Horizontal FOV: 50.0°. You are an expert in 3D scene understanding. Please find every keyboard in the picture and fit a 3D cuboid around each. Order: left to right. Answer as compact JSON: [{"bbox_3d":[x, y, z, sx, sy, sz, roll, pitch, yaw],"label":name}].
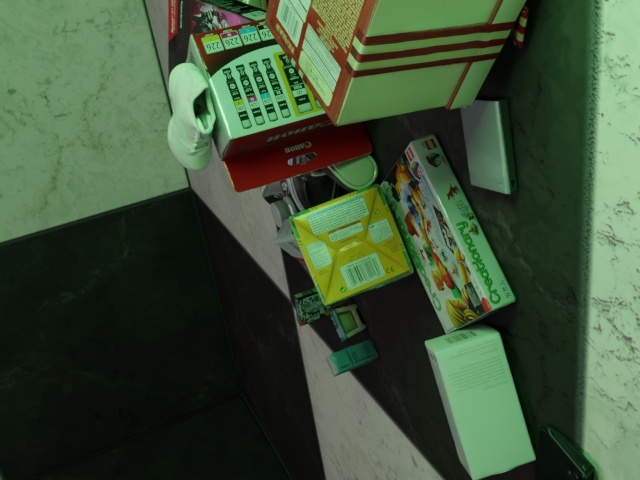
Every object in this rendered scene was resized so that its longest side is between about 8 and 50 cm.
[{"bbox_3d":[0.408,0.462,1.104,0.201,0.033,0.317,-124,22,-54],"label":"keyboard"}]

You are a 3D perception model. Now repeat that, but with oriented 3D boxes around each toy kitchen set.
[{"bbox_3d":[0.063,0.205,1.690,0.207,0.122,0.166,66,161,15],"label":"toy kitchen set"}]

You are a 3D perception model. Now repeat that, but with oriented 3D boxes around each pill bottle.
[{"bbox_3d":[-0.048,-0.082,1.702,0.078,0.137,0.078,55,155,41],"label":"pill bottle"}]

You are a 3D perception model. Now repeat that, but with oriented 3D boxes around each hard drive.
[{"bbox_3d":[0.244,-0.141,0.996,0.094,0.022,0.135,-150,44,-63],"label":"hard drive"}]

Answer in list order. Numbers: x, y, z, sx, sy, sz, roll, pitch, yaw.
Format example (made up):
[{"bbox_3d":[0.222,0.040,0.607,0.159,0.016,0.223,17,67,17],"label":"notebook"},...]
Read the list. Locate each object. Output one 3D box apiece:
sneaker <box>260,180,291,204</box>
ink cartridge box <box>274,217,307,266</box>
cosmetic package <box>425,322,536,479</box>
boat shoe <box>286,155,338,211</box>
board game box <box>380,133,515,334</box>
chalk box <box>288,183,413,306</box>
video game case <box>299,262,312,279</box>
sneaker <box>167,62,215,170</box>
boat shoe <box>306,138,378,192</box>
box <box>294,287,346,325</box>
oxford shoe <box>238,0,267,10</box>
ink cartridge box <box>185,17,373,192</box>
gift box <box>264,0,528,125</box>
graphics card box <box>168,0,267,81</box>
[{"bbox_3d":[-0.099,-0.132,1.890,0.132,0.086,0.229,60,158,24],"label":"sneaker"},{"bbox_3d":[0.000,0.000,1.581,0.127,0.072,0.175,39,151,-28],"label":"ink cartridge box"},{"bbox_3d":[0.268,0.269,1.159,0.085,0.117,0.231,-131,25,-83],"label":"cosmetic package"},{"bbox_3d":[-0.012,-0.188,1.521,0.119,0.121,0.335,-133,32,-60],"label":"boat shoe"},{"bbox_3d":[0.207,-0.004,1.182,0.193,0.053,0.305,120,129,-67],"label":"board game box"},{"bbox_3d":[0.062,0.016,1.357,0.289,0.180,0.179,58,-169,-86],"label":"chalk box"},{"bbox_3d":[-0.016,0.040,1.912,0.274,0.026,0.196,50,152,45],"label":"video game case"},{"bbox_3d":[-0.217,-0.197,1.203,0.094,0.080,0.212,42,147,34],"label":"sneaker"},{"bbox_3d":[-0.016,-0.226,1.402,0.335,0.112,0.095,48,172,-2],"label":"boat shoe"},{"bbox_3d":[0.001,0.163,1.803,0.027,0.137,0.094,-128,26,-46],"label":"box"},{"bbox_3d":[-0.200,-0.598,1.642,0.123,0.130,0.348,4,112,70],"label":"oxford shoe"},{"bbox_3d":[-0.056,-0.266,1.274,0.272,0.309,0.130,69,161,5],"label":"ink cartridge box"},{"bbox_3d":[0.094,-0.308,0.880,0.255,0.258,0.276,62,152,24],"label":"gift box"},{"bbox_3d":[-0.200,-0.427,1.588,0.371,0.094,0.233,28,128,26],"label":"graphics card box"}]
